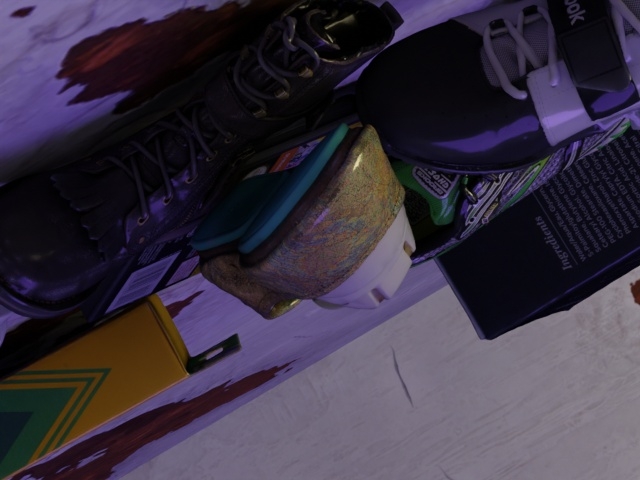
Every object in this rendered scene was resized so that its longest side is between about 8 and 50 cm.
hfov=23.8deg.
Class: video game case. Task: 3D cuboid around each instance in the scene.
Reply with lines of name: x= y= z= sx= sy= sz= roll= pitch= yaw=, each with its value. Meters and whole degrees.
video game case: x=-0.065 y=-0.037 z=1.272 sx=0.248 sy=0.035 sz=0.275 roll=-24 pitch=168 yaw=-29

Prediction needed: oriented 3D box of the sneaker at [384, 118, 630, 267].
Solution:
sneaker: x=0.141 y=-0.077 z=1.225 sx=0.343 sy=0.134 sz=0.146 roll=-46 pitch=178 yaw=30

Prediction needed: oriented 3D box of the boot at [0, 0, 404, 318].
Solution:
boot: x=-0.081 y=-0.068 z=0.937 sx=0.229 sy=0.091 sz=0.263 roll=-37 pitch=178 yaw=36

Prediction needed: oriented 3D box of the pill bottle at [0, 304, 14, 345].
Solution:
pill bottle: x=-0.263 y=0.058 z=0.990 sx=0.169 sy=0.094 sz=0.094 roll=-37 pitch=168 yaw=39

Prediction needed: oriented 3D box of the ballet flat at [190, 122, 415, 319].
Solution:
ballet flat: x=0.000 y=0.000 z=1.007 sx=0.123 sy=0.123 sz=0.348 roll=-27 pitch=-177 yaw=-15

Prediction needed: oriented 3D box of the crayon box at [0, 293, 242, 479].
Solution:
crayon box: x=-0.235 y=0.139 z=1.429 sx=0.323 sy=0.083 sz=0.203 roll=-28 pitch=-178 yaw=-4

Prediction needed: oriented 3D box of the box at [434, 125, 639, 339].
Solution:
box: x=0.322 y=-0.094 z=1.589 sx=0.395 sy=0.212 sz=0.293 roll=-35 pitch=170 yaw=23

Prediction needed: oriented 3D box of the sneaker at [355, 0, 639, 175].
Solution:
sneaker: x=0.184 y=-0.137 z=0.989 sx=0.330 sy=0.122 sz=0.146 roll=-11 pitch=154 yaw=-12
